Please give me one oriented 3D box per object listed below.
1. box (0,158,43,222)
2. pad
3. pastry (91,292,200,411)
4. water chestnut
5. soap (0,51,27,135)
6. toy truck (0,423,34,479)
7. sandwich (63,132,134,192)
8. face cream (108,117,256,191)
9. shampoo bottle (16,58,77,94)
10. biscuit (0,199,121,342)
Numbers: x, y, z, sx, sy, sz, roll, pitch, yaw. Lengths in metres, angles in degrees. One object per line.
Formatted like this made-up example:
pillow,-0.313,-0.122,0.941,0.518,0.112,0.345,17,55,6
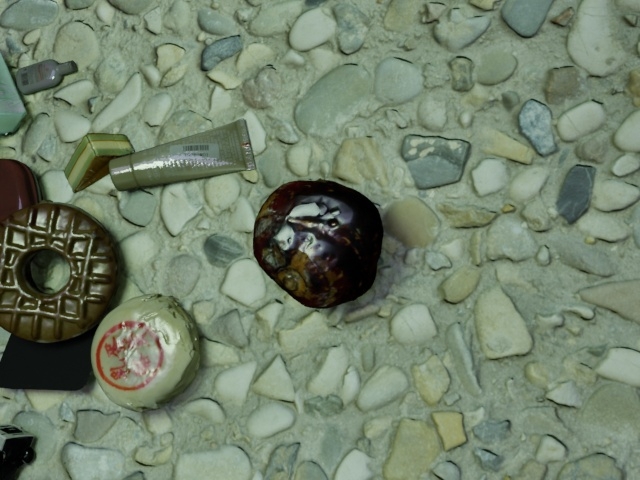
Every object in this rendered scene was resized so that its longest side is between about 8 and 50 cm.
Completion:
box,-0.891,-0.047,1.470,0.404,0.108,0.263,-20,74,6
pad,-0.650,0.354,1.361,0.250,0.055,0.322,0,78,11
pastry,-0.389,0.248,1.297,0.265,0.133,0.264,-2,75,7
water chestnut,0.000,0.000,1.221,0.289,0.244,0.288,-1,84,6
soap,-0.891,-0.406,1.524,0.094,0.150,0.261,-40,72,35
toy truck,-0.755,0.543,1.320,0.125,0.101,0.242,16,84,26
sandwich,-0.569,-0.197,1.489,0.163,0.113,0.079,-42,71,36
face cream,-0.338,-0.198,1.419,0.342,0.084,0.137,-14,77,-1
shampoo bottle,-0.740,-0.450,1.567,0.165,0.040,0.079,-14,74,7
biscuit,-0.632,0.075,1.351,0.332,0.103,0.331,0,89,-7
